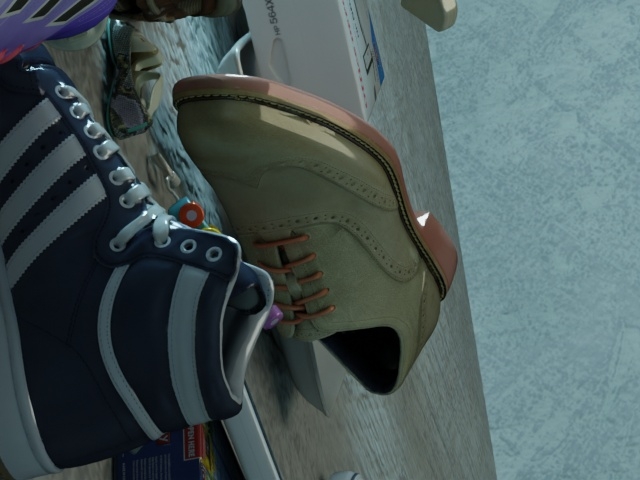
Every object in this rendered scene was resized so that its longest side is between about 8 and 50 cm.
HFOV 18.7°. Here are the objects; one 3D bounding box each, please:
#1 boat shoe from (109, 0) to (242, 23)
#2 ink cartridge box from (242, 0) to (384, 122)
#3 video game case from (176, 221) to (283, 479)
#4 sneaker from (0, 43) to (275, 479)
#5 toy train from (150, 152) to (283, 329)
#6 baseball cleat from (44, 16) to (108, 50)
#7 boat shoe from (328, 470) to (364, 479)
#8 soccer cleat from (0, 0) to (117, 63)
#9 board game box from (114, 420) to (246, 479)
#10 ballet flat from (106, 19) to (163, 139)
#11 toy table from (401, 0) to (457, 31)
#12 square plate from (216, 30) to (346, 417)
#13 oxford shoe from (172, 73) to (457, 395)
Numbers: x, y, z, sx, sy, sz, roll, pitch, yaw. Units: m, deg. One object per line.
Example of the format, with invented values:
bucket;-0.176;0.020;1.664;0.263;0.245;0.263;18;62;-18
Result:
boat shoe;-0.114;-0.207;1.346;0.324;0.116;0.123;-179;-106;-78
ink cartridge box;-0.004;-0.184;1.760;0.203;0.086;0.148;-74;151;-72
video game case;-0.065;0.086;1.292;0.183;0.023;0.201;146;-77;-87
sneaker;-0.113;-0.025;1.017;0.099;0.153;0.282;42;37;-75
toy train;-0.088;0.014;1.468;0.125;0.046;0.166;50;-3;45
baseball cleat;-0.182;-0.214;1.160;0.109;0.072;0.206;-121;-163;-69
boat shoe;0.051;0.318;1.775;0.095;0.084;0.258;68;14;-46
soccer cleat;-0.179;-0.112;0.863;0.318;0.108;0.116;14;67;-71
board game box;-0.074;0.215;1.243;0.194;0.060;0.194;65;16;-52
ballet flat;-0.130;-0.119;1.377;0.041;0.041;0.114;67;15;-50
toy table;0.072;-0.374;2.296;0.252;0.274;0.161;48;-38;33
square plate;-0.031;-0.044;1.843;0.347;0.049;0.344;-68;146;-73
oxford shoe;0.000;0.000;1.591;0.397;0.140;0.146;42;54;-47
